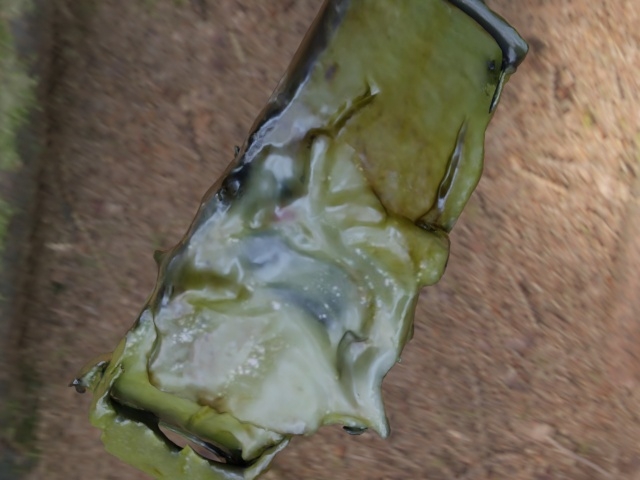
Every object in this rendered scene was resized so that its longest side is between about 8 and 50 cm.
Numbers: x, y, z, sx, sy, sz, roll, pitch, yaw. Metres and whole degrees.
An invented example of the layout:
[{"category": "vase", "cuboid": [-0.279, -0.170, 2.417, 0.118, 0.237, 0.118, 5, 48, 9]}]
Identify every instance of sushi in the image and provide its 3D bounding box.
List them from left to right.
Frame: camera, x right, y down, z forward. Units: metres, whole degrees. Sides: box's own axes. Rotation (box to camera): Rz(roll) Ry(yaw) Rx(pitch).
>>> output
[{"category": "sushi", "cuboid": [0.000, 0.002, 0.964, 0.139, 0.131, 0.291, 32, 93, -9]}]
